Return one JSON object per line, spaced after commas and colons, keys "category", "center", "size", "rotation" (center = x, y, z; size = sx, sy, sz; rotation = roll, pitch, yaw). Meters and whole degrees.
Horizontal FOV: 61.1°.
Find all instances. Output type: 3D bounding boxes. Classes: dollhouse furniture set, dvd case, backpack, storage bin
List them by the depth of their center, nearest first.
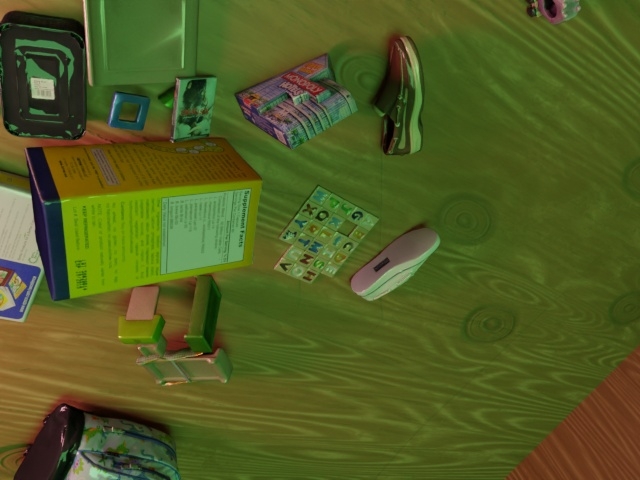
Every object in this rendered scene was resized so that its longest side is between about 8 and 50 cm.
{"category": "storage bin", "center": [-0.447, -0.264, 0.879], "size": [0.122, 0.084, 0.180], "rotation": [0, 123, -22]}
{"category": "dvd case", "center": [-0.234, -0.242, 1.000], "size": [0.087, 0.013, 0.119], "rotation": [-23, 139, -47]}
{"category": "dollhouse furniture set", "center": [-0.329, 0.224, 1.296], "size": [0.198, 0.151, 0.301], "rotation": [-2, 145, 4]}
{"category": "backpack", "center": [-0.537, 0.592, 1.383], "size": [0.356, 0.273, 0.290], "rotation": [24, 106, -47]}

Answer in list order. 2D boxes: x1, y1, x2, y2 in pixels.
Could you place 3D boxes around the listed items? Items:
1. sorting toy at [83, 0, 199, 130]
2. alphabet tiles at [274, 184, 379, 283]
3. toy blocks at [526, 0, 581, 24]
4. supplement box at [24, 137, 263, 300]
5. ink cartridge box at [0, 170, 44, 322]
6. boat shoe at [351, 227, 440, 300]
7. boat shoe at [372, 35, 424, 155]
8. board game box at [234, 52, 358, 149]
{"category": "sorting toy", "center": [-0.292, -0.351, 0.888], "size": [0.196, 0.047, 0.347], "rotation": [-18, 134, -36]}
{"category": "alphabet tiles", "center": [0.000, 0.000, 1.301], "size": [0.198, 0.009, 0.237], "rotation": [25, 111, -34]}
{"category": "toy blocks", "center": [0.559, -0.561, 0.958], "size": [0.309, 0.260, 0.288], "rotation": [-30, 130, 1]}
{"category": "supplement box", "center": [-0.311, -0.053, 0.974], "size": [0.357, 0.195, 0.194], "rotation": [-9, 128, -31]}
{"category": "ink cartridge box", "center": [-0.662, -0.002, 0.995], "size": [0.308, 0.072, 0.303], "rotation": [19, 117, -30]}
{"category": "boat shoe", "center": [0.199, 0.064, 1.386], "size": [0.258, 0.095, 0.084], "rotation": [-33, 135, 17]}
{"category": "boat shoe", "center": [0.155, -0.280, 1.108], "size": [0.095, 0.095, 0.257], "rotation": [-15, 129, -4]}
{"category": "board game box", "center": [-0.029, -0.268, 1.005], "size": [0.194, 0.194, 0.060], "rotation": [-35, 132, -14]}
